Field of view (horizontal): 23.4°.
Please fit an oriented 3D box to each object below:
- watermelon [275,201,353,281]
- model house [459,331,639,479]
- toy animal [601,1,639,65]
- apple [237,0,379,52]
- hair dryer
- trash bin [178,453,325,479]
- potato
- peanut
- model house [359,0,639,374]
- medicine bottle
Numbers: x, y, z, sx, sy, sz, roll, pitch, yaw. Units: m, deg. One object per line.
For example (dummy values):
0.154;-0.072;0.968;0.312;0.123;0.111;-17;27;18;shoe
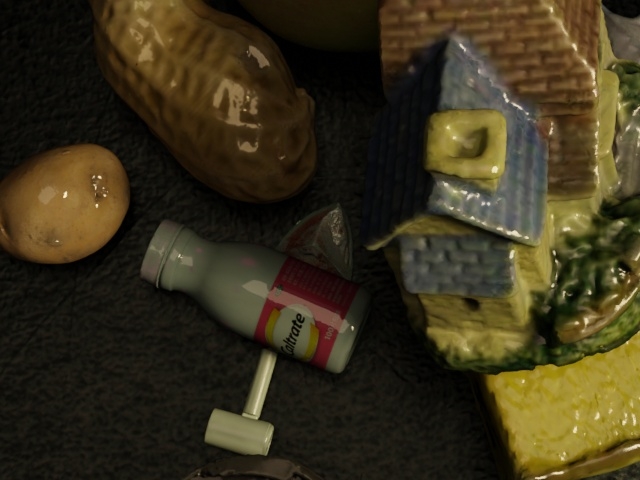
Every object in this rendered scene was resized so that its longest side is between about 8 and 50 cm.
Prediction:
0.000;0.000;1.509;0.085;0.061;0.085;0;88;4;watermelon
0.221;0.099;1.432;0.193;0.175;0.234;-20;85;-1;model house
0.322;-0.172;1.534;0.239;0.176;0.255;-32;115;-2;toy animal
0.036;-0.338;1.463;0.319;0.277;0.319;0;78;2;apple
-0.067;0.147;1.499;0.063;0.038;0.124;16;74;3;hair dryer
-0.058;0.290;1.335;0.252;0.301;0.202;9;80;1;trash bin
-0.256;-0.037;1.498;0.147;0.112;0.112;-31;81;-12;potato
-0.123;-0.172;1.501;0.153;0.140;0.325;-39;80;25;peanut
0.173;-0.082;1.311;0.261;0.266;0.321;-1;62;18;model house
-0.063;0.049;1.486;0.217;0.090;0.090;22;81;5;medicine bottle
